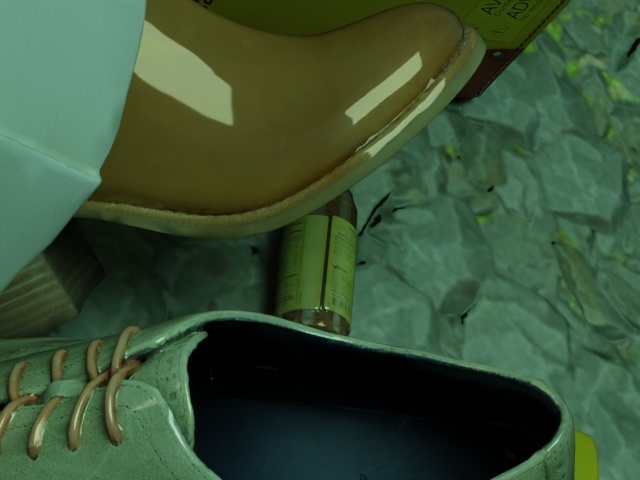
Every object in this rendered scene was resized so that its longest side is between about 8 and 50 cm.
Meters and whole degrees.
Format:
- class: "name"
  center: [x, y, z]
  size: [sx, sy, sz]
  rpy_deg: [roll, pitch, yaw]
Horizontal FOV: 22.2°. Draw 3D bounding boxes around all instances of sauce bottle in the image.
- class: "sauce bottle"
  center: [0.000, 0.000, 0.849]
  size: [0.042, 0.042, 0.128]
  rpy_deg: [19, 55, -18]

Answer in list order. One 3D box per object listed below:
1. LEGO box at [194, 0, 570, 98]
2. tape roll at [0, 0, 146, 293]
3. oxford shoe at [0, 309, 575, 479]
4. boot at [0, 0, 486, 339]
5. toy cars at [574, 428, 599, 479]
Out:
- class: "LEGO box"
  center: [0.023, -0.292, 0.741]
  size: [0.372, 0.500, 0.193]
  rpy_deg: [7, 59, -26]
- class: "tape roll"
  center: [-0.207, -0.093, 0.595]
  size: [0.100, 0.286, 0.286]
  rpy_deg: [29, 37, -66]
- class: "oxford shoe"
  center: [-0.095, 0.075, 0.642]
  size: [0.397, 0.146, 0.140]
  rpy_deg: [3, 51, -5]
- class: "boot"
  center: [-0.091, -0.100, 0.712]
  size: [0.220, 0.283, 0.109]
  rpy_deg: [63, 10, -14]
- class: "toy cars"
  center: [0.023, 0.189, 0.720]
  size: [0.393, 0.087, 0.176]
  rpy_deg: [-27, 77, -37]
